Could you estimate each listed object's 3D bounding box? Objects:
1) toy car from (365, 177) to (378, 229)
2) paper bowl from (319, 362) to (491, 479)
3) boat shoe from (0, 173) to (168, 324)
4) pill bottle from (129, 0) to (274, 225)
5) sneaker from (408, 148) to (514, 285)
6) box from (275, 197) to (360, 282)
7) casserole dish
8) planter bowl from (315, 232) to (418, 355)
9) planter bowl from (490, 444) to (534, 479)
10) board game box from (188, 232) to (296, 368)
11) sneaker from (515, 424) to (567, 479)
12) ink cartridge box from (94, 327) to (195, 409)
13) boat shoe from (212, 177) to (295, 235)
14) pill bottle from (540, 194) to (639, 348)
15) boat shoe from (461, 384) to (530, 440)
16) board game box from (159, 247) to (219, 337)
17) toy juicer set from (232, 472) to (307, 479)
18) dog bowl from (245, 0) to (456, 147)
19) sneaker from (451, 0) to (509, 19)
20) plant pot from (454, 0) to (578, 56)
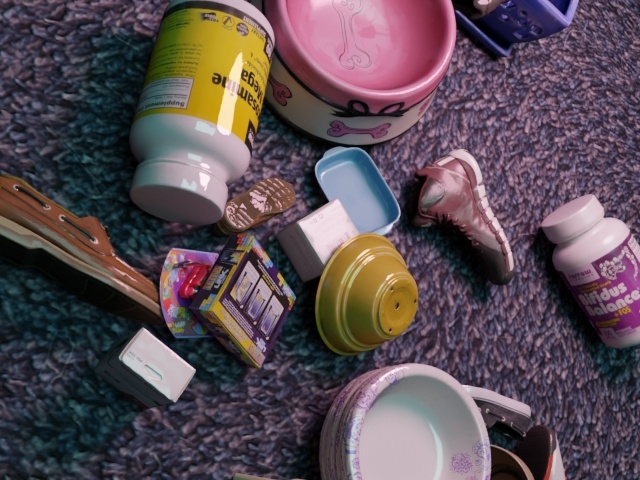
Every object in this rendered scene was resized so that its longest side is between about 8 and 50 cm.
[{"bbox_3d":[0.084,-0.057,1.382,0.060,0.040,0.122,-10,81,-33],"label":"toy car"},{"bbox_3d":[0.126,0.348,1.220,0.284,0.148,0.284,10,70,-28],"label":"paper bowl"},{"bbox_3d":[-0.339,0.011,1.067,0.307,0.111,0.104,34,55,-23],"label":"boat shoe"},{"bbox_3d":[-0.189,-0.203,1.176,0.188,0.188,0.334,20,66,-25],"label":"pill bottle"},{"bbox_3d":[0.256,-0.024,1.457,0.162,0.106,0.281,-22,89,-17],"label":"sneaker"},{"bbox_3d":[0.000,0.000,1.287,0.101,0.087,0.102,-33,93,-34],"label":"box"},{"bbox_3d":[0.063,-0.083,1.354,0.114,0.037,0.188,-24,74,-19],"label":"casserole dish"},{"bbox_3d":[0.100,0.100,1.260,0.217,0.090,0.217,-13,108,-42],"label":"planter bowl"},{"bbox_3d":[0.307,0.438,1.310,0.109,0.162,0.162,22,62,-54],"label":"planter bowl"},{"bbox_3d":[-0.115,0.095,1.164,0.141,0.048,0.170,-62,143,-28],"label":"board game box"},{"bbox_3d":[0.437,0.490,1.400,0.145,0.090,0.270,19,70,-26],"label":"sneaker"},{"bbox_3d":[-0.248,0.182,1.054,0.099,0.135,0.056,43,58,-14],"label":"ink cartridge box"},{"bbox_3d":[-0.112,-0.055,1.255,0.178,0.060,0.064,-32,89,-47],"label":"boat shoe"},{"bbox_3d":[0.595,0.061,1.575,0.169,0.169,0.301,-37,95,-33],"label":"pill bottle"},{"bbox_3d":[0.296,0.321,1.379,0.228,0.080,0.076,23,63,-31],"label":"boat shoe"},{"bbox_3d":[-0.176,0.080,1.141,0.169,0.033,0.133,11,75,-60],"label":"board game box"},{"bbox_3d":[0.025,0.456,1.091,0.329,0.209,0.089,46,49,-12],"label":"toy juicer set"},{"bbox_3d":[0.064,-0.384,1.360,0.408,0.150,0.408,4,75,-17],"label":"dog bowl"},{"bbox_3d":[0.234,-0.527,1.480,0.286,0.109,0.130,32,61,24],"label":"sneaker"},{"bbox_3d":[0.408,-0.559,1.625,0.236,0.212,0.236,34,60,-17],"label":"plant pot"}]
